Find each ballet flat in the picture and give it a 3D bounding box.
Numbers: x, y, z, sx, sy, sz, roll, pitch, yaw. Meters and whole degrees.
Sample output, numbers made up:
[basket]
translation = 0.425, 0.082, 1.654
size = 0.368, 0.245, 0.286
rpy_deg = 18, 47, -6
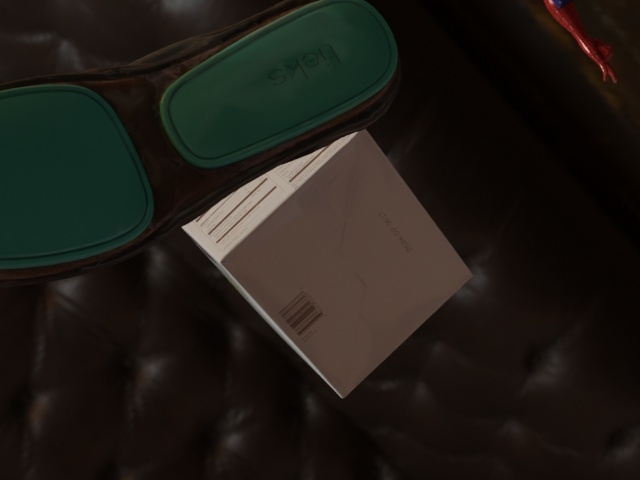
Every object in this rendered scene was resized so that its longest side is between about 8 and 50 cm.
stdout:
[ballet flat]
translation = -0.089, -0.038, 0.764
size = 0.095, 0.280, 0.096
rpy_deg = 68, 158, 6

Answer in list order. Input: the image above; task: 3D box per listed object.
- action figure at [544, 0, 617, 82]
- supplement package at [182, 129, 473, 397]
[action figure]
translation = 0.151, -0.180, 1.008
size = 0.091, 0.280, 0.139
rpy_deg = -43, 77, 24
[supplement package]
translation = 0.000, 0.000, 1.722
size = 0.262, 0.204, 0.145
rpy_deg = 51, 175, -40
